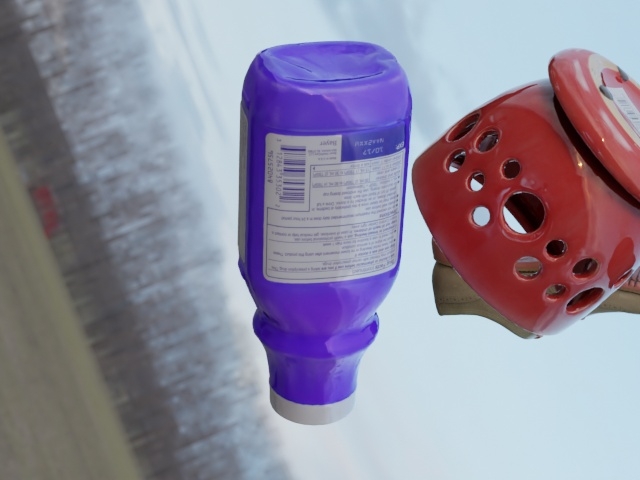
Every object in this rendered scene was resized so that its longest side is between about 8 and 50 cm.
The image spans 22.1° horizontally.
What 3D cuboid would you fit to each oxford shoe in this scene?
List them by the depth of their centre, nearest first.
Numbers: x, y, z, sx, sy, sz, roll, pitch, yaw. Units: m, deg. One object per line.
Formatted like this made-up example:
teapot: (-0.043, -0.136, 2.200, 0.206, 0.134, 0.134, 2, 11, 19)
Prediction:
oxford shoe: (0.314, 0.068, 2.158, 0.123, 0.348, 0.130, -35, 131, -60)

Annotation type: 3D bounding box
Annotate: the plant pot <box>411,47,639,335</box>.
plant pot: (0.198, -0.046, 1.322, 0.191, 0.174, 0.191, 39, 26, -24)

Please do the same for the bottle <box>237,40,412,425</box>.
bottle: (0.000, 0.000, 1.173, 0.092, 0.118, 0.282, -114, -157, -57)
